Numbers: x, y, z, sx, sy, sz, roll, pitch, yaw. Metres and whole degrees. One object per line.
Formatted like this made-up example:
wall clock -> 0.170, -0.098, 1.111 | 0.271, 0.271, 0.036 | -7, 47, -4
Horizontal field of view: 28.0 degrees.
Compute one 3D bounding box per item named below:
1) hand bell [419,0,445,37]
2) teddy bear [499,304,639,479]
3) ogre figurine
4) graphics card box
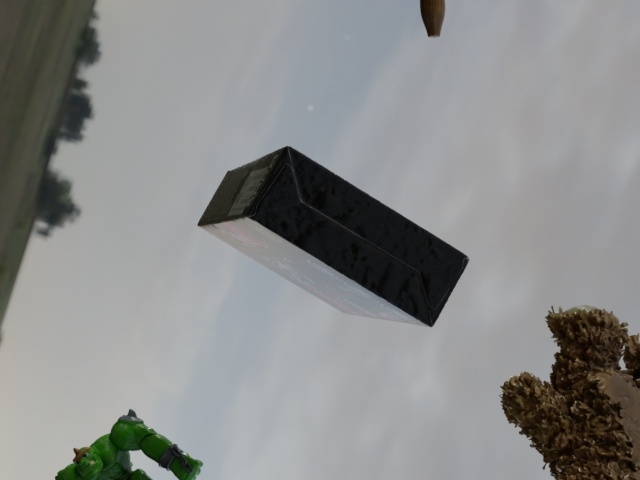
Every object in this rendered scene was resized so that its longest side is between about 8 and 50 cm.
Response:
hand bell -> 0.171, -0.434, 1.973 | 0.126, 0.126, 0.242 | 176, -90, -76
teddy bear -> 0.287, 0.200, 1.254 | 0.113, 0.245, 0.338 | -54, -150, 39
ogre figurine -> -0.245, 0.291, 1.538 | 0.097, 0.118, 0.197 | -14, 151, -53
graphics card box -> 0.000, 0.000, 1.468 | 0.094, 0.233, 0.371 | -60, -168, -9
